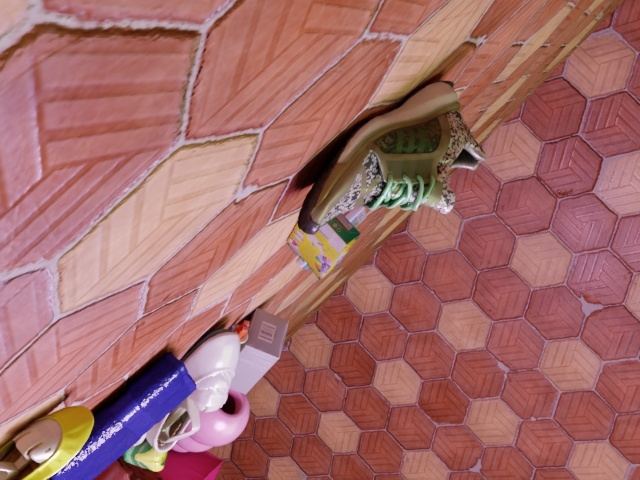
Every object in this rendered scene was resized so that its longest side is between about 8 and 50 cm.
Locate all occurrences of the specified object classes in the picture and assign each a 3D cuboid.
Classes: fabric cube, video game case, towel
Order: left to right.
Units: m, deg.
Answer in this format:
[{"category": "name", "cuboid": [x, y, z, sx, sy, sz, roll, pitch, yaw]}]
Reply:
[{"category": "towel", "cuboid": [-0.383, 0.341, 1.328, 0.308, 0.076, 0.228, -40, 165, -18]}, {"category": "fabric cube", "cuboid": [-0.492, 0.763, 2.088, 0.258, 0.254, 0.259, -66, 167, 11]}, {"category": "video game case", "cuboid": [0.033, -0.005, 1.734, 0.212, 0.023, 0.193, -43, 172, 0]}]

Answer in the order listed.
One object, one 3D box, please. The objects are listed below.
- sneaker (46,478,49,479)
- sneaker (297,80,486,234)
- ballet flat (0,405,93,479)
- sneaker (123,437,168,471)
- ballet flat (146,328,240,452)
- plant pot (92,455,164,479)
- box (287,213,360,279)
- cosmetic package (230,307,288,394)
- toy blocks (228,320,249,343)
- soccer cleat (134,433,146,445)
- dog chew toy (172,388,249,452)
[{"category": "sneaker", "cuboid": [-0.527, 0.503, 1.334, 0.118, 0.110, 0.292, -50, 173, -2]}, {"category": "sneaker", "cuboid": [0.137, -0.108, 1.099, 0.410, 0.182, 0.158, -38, 171, -32]}, {"category": "ballet flat", "cuboid": [-0.417, 0.306, 0.945, 0.231, 0.077, 0.077, -38, 155, -23]}, {"category": "sneaker", "cuboid": [-0.452, 0.507, 1.793, 0.295, 0.123, 0.110, 178, -77, -80]}, {"category": "ballet flat", "cuboid": [-0.287, 0.360, 1.583, 0.400, 0.139, 0.139, -47, 172, 31]}, {"category": "plant pot", "cuboid": [-0.555, 0.710, 1.807, 0.265, 0.272, 0.272, -50, 173, -8]}, {"category": "box", "cuboid": [0.000, 0.000, 1.280, 0.043, 0.105, 0.179, -38, 171, -32]}, {"category": "cosmetic package", "cuboid": [-0.185, 0.297, 1.831, 0.238, 0.107, 0.127, 126, -17, -48]}, {"category": "toy blocks", "cuboid": [-0.212, 0.233, 1.651, 0.123, 0.054, 0.148, -35, 168, -45]}, {"category": "soccer cleat", "cuboid": [-0.444, 0.445, 1.595, 0.196, 0.068, 0.076, -41, -179, 44]}, {"category": "dog chew toy", "cuboid": [-0.357, 0.528, 2.040, 0.332, 0.207, 0.206, -38, 177, 38]}]
